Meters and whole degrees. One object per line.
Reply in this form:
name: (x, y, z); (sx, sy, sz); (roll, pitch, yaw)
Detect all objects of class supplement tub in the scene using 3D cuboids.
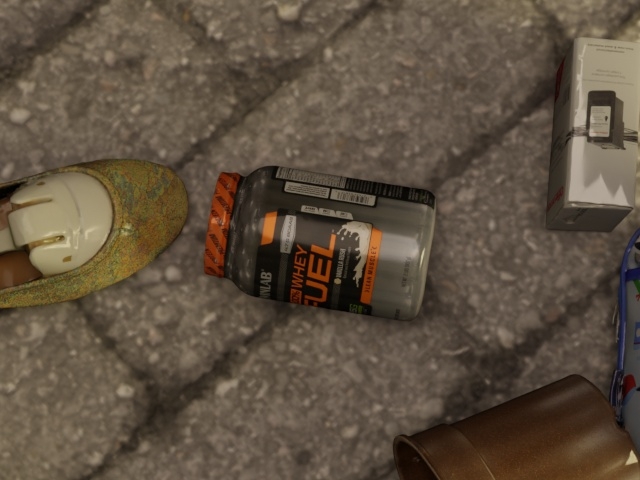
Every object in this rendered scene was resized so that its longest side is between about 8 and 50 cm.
supplement tub: (0.000, 0.000, 1.685); (0.190, 0.117, 0.117); (9, 79, 3)

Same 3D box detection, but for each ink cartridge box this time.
ink cartridge box: (0.239, -0.089, 1.704); (0.063, 0.109, 0.150); (5, 79, -1)

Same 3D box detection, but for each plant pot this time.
plant pot: (0.172, 0.202, 1.629); (0.165, 0.167, 0.167); (-26, 80, -11)

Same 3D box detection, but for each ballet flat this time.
ballet flat: (-0.285, 0.002, 1.688); (0.349, 0.123, 0.123); (-13, 79, -3)

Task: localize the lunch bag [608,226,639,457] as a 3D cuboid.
lunch bag: (0.353, 0.074, 1.587); (0.115, 0.303, 0.243); (10, 79, -29)
